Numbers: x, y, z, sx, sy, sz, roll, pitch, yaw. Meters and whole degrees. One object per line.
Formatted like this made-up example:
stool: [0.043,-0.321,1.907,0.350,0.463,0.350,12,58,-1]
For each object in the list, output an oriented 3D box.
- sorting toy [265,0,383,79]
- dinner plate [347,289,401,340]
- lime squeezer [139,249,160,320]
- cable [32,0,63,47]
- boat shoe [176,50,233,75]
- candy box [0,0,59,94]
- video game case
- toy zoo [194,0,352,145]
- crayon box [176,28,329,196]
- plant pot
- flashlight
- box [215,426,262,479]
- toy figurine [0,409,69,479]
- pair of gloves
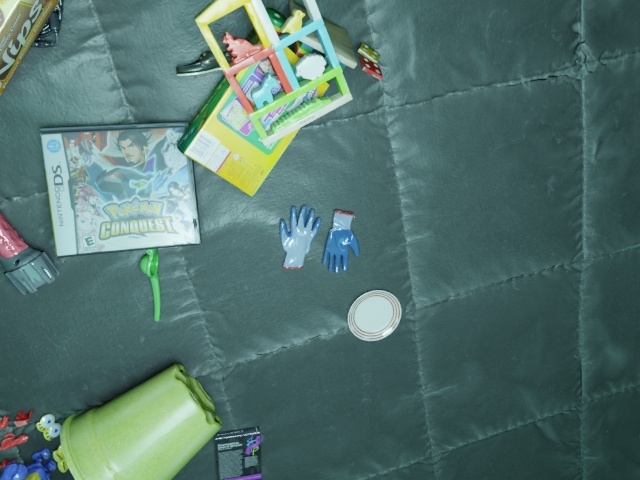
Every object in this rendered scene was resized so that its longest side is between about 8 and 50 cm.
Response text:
sorting toy: [0.003,-0.382,0.939,0.275,0.132,0.046,16,134,-29]
dinner plate: [0.136,0.188,1.227,0.141,0.017,0.141,-5,110,-13]
lime squeezer: [-0.394,0.040,1.030,0.110,0.059,0.310,-30,114,-2]
cable: [-0.548,-0.418,0.838,0.185,0.047,0.150,3,108,-13]
boat shoe: [-0.217,-0.345,0.940,0.133,0.049,0.042,-18,116,-14]
candy box: [-0.480,-0.379,0.749,0.087,0.183,0.316,33,91,-23]
video game case: [-0.388,-0.102,0.959,0.275,0.035,0.248,-6,95,-12]
toy zoo: [-0.080,-0.330,0.834,0.192,0.030,0.293,-29,128,0]
crayon box: [-0.131,-0.246,0.951,0.165,0.081,0.278,33,95,-34]
plant pot: [-0.372,0.423,1.079,0.254,0.276,0.276,-37,113,-12]
flashlight: [-0.621,-0.038,0.926,0.103,0.103,0.304,-30,112,-5]
box: [-0.214,0.568,1.272,0.116,0.029,0.162,-3,111,-13]
toy figurine: [-0.662,0.594,1.074,0.191,0.217,0.362,-14,111,-8]
pair of gloves: [0.000,0.000,1.127,0.198,0.023,0.159,4,110,-14]
